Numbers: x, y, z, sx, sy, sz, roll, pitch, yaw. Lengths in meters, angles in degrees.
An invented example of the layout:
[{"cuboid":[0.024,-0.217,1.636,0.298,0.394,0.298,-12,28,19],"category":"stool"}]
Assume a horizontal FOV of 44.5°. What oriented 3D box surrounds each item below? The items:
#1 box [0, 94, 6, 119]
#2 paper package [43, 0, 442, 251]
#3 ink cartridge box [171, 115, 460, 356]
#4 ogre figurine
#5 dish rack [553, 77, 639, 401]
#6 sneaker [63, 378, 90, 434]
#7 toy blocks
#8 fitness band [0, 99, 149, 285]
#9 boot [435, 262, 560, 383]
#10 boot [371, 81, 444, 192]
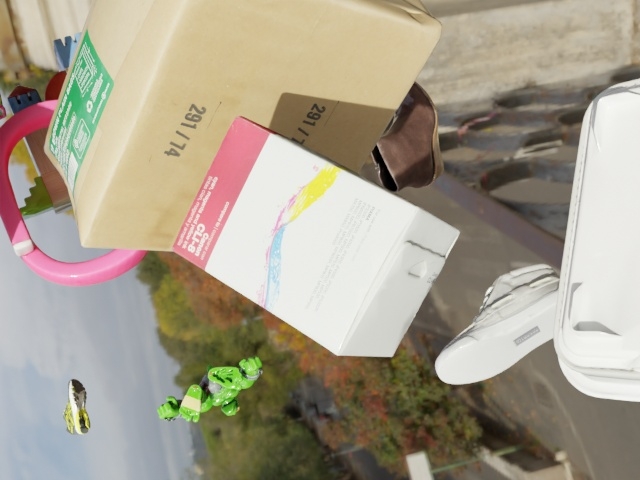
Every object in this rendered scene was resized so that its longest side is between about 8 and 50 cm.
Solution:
[{"cuboid":[-0.592,-0.274,0.979,0.177,0.279,0.290,-53,-40,-63],"category":"box"},{"cuboid":[-0.090,-0.157,0.821,0.325,0.309,0.168,-59,46,31],"category":"paper package"},{"cuboid":[0.000,0.000,0.645,0.176,0.127,0.128,29,-175,26],"category":"ink cartridge box"},{"cuboid":[-0.184,0.267,1.412,0.097,0.197,0.118,42,180,15],"category":"ogre figurine"},{"cuboid":[0.340,-0.024,0.693,0.285,0.072,0.333,-5,66,45],"category":"dish rack"},{"cuboid":[-0.365,0.246,1.151,0.031,0.035,0.083,24,-131,-62],"category":"sneaker"},{"cuboid":[-0.343,-0.219,1.270,0.261,0.381,0.191,66,162,1],"category":"toy blocks"},{"cuboid":[-0.347,-0.074,1.098,0.291,0.209,0.054,62,161,21],"category":"fitness band"},{"cuboid":[0.294,0.134,1.294,0.095,0.258,0.123,60,-176,-34],"category":"boot"},{"cuboid":[0.173,-0.229,1.666,0.090,0.207,0.248,-21,88,40],"category":"boot"}]
